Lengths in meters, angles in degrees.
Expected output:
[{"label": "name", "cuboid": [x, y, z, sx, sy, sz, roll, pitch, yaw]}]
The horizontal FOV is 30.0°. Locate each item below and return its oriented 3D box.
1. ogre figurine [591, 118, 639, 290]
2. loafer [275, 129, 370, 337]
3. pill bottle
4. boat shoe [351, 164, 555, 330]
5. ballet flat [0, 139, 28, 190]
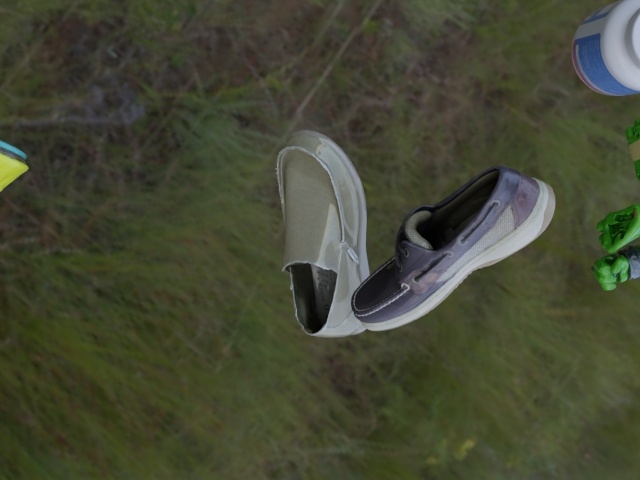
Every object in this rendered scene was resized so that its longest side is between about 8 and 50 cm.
[{"label": "ogre figurine", "cuboid": [0.337, -0.040, 1.121, 0.118, 0.097, 0.197, 8, 95, -23]}, {"label": "loafer", "cuboid": [0.000, 0.000, 1.452, 0.092, 0.102, 0.268, -29, 110, -48]}, {"label": "pill bottle", "cuboid": [0.405, -0.248, 1.516, 0.124, 0.124, 0.221, -53, -175, 3]}, {"label": "boat shoe", "cuboid": [0.130, 0.004, 1.349, 0.285, 0.092, 0.103, -34, -147, 34]}, {"label": "ballet flat", "cuboid": [-0.330, -0.068, 1.110, 0.077, 0.231, 0.077, 25, 88, -30]}]
